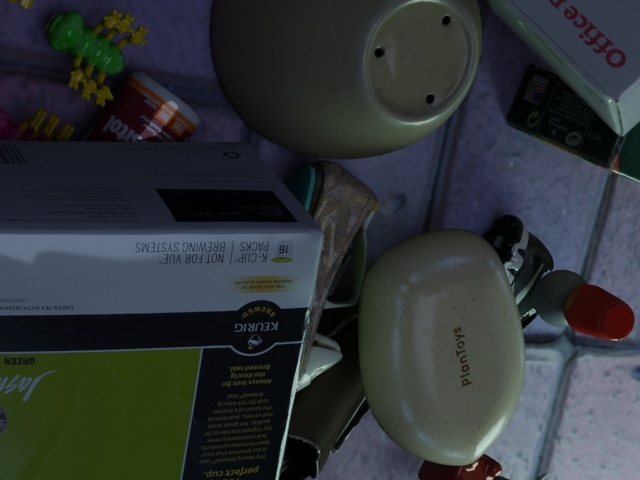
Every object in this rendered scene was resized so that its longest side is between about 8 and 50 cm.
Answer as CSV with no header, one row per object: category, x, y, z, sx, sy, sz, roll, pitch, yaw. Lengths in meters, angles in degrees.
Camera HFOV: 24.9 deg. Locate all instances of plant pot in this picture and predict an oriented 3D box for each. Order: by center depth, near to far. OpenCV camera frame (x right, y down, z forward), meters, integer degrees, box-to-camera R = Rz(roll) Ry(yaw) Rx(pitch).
plant pot,0.054,-0.202,1.476,0.284,0.191,0.284,-10,113,-25

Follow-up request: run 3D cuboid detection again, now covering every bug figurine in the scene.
bug figurine,-0.300,-0.168,1.369,0.216,0.072,0.279,35,88,-34

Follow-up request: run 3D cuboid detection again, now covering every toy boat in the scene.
toy boat,0.183,0.103,1.603,0.318,0.148,0.267,-12,107,-21

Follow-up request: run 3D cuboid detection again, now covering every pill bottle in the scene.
pill bottle,-0.195,-0.086,1.446,0.086,0.086,0.152,37,88,-33

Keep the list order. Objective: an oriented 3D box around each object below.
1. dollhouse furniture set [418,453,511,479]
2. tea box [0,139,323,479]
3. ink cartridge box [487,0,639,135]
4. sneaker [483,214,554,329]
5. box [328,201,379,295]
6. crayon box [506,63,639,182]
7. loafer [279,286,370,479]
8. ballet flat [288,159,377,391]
dollhouse furniture set,0.064,0.360,1.720,0.374,0.152,0.201,-37,121,-23
tea box,-0.206,0.090,1.343,0.329,0.220,0.323,1,114,-24
ink cartridge box,0.343,-0.296,1.489,0.306,0.226,0.131,-42,158,4
sneaker,0.206,0.092,1.728,0.106,0.078,0.234,29,91,-30
box,0.000,0.000,1.616,0.081,0.028,0.136,25,97,-32
crayon box,0.401,-0.101,1.690,0.319,0.202,0.081,16,100,-31
loafer,-0.014,0.206,1.621,0.366,0.130,0.134,-47,122,-6
ballet flat,-0.015,0.074,1.545,0.106,0.107,0.316,19,93,-25
